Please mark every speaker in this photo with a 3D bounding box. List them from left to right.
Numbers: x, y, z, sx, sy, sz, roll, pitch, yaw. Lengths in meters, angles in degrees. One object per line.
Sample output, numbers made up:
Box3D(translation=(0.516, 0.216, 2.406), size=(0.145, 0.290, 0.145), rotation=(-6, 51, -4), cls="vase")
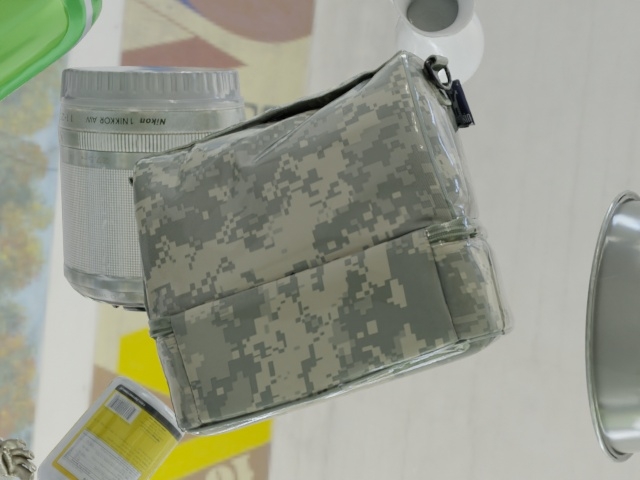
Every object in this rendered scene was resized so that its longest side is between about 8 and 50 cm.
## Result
Box3D(translation=(-0.333, -0.171, 0.884), size=(0.296, 0.131, 0.131), rotation=(-49, -179, -37), cls="speaker")

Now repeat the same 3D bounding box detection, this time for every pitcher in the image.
Box3D(translation=(0.142, -0.303, 1.364), size=(0.125, 0.207, 0.178), rotation=(-45, -108, 0), cls="pitcher")

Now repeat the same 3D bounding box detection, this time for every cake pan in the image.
Box3D(translation=(0.350, 0.092, 1.053), size=(0.054, 0.293, 0.293), rotation=(1, -93, 32), cls="cake pan")

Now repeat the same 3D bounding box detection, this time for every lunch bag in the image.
Box3D(translation=(0.000, 0.000, 0.855), size=(0.212, 0.305, 0.255), rotation=(-5, 77, -74), cls="lunch bag")

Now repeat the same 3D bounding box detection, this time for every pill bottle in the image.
Box3D(translation=(-0.242, 0.248, 1.084), size=(0.184, 0.103, 0.103), rotation=(-51, -163, -20), cls="pill bottle")

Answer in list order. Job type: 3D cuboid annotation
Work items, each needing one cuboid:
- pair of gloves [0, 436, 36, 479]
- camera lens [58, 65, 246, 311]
Box3D(translation=(-0.505, 0.369, 1.551), size=(0.240, 0.204, 0.042), rotation=(73, 31, -42), cls="pair of gloves")
Box3D(translation=(-0.195, -0.065, 1.173), size=(0.219, 0.220, 0.274), rotation=(-156, -116, -63), cls="camera lens")
